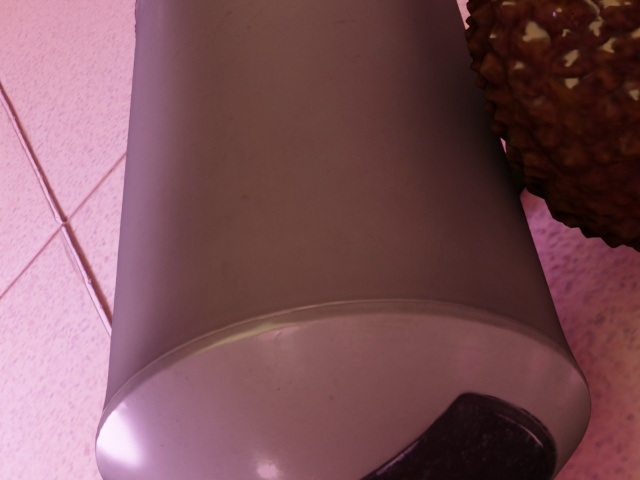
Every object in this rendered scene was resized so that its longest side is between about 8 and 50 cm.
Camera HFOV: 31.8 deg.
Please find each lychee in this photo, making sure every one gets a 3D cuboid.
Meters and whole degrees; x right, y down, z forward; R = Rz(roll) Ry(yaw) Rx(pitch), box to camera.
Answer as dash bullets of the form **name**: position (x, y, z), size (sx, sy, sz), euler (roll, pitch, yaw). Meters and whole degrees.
- **lychee**: position (0.227, -0.110, 0.648), size (0.271, 0.271, 0.271), euler (-29, 41, 29)

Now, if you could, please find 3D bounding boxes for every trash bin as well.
- **trash bin**: position (0.000, 0.000, 0.728), size (0.280, 0.280, 0.432), euler (-30, 48, 28)

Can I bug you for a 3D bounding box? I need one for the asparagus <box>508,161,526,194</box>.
- **asparagus**: position (0.139, -0.037, 0.860), size (0.108, 0.021, 0.025), euler (-57, 32, -7)
